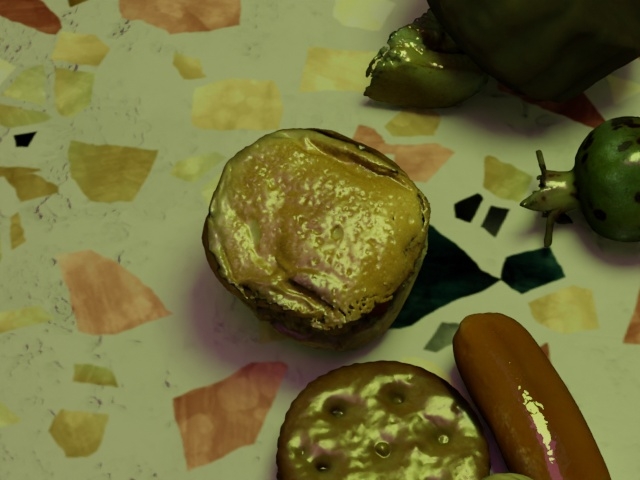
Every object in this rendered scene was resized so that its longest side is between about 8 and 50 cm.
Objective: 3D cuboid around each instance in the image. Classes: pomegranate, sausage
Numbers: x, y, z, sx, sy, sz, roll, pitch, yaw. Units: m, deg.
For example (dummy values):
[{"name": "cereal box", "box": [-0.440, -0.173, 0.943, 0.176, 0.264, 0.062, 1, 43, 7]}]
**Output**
[{"name": "pomegranate", "box": [0.323, -0.059, 1.405, 0.169, 0.148, 0.148, -20, 51, 34]}, {"name": "sausage", "box": [0.210, 0.175, 1.277, 0.098, 0.098, 0.238, -21, 57, -11]}]

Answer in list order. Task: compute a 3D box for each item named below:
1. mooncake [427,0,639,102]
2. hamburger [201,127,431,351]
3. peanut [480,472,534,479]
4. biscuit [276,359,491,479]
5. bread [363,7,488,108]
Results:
[{"name": "mooncake", "box": [0.242, -0.296, 1.465, 0.290, 0.161, 0.290, 31, 41, -31]}, {"name": "hamburger", "box": [0.000, 0.000, 1.356, 0.244, 0.163, 0.244, 0, 65, -1]}, {"name": "peanut", "box": [0.175, 0.282, 1.159, 0.109, 0.159, 0.140, 5, 82, 26]}, {"name": "biscuit", "box": [0.062, 0.216, 1.270, 0.220, 0.066, 0.220, 0, 57, 1]}, {"name": "bread", "box": [0.139, -0.202, 1.517, 0.156, 0.103, 0.110, -40, 75, -21]}]
